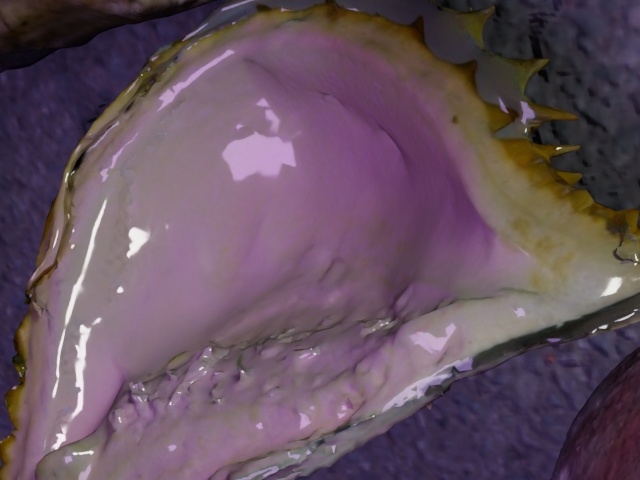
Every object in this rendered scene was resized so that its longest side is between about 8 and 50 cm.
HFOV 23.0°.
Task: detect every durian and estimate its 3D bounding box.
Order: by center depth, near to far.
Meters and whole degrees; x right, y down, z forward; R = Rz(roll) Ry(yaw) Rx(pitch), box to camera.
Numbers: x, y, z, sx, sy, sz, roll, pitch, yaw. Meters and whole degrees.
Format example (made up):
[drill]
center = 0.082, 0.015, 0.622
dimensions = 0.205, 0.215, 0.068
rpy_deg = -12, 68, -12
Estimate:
[durian]
center = -0.013, -0.004, 0.640
dimensions = 0.305, 0.185, 0.196
rpy_deg = -30, 81, 28

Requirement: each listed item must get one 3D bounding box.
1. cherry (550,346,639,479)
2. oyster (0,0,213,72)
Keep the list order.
[cherry]
center = 0.209, 0.111, 0.505
dimensions = 0.285, 0.213, 0.236
rpy_deg = 4, 85, 20
[oyster]
center = -0.117, -0.129, 0.656
dimensions = 0.341, 0.166, 0.110
rpy_deg = -19, 96, 22
